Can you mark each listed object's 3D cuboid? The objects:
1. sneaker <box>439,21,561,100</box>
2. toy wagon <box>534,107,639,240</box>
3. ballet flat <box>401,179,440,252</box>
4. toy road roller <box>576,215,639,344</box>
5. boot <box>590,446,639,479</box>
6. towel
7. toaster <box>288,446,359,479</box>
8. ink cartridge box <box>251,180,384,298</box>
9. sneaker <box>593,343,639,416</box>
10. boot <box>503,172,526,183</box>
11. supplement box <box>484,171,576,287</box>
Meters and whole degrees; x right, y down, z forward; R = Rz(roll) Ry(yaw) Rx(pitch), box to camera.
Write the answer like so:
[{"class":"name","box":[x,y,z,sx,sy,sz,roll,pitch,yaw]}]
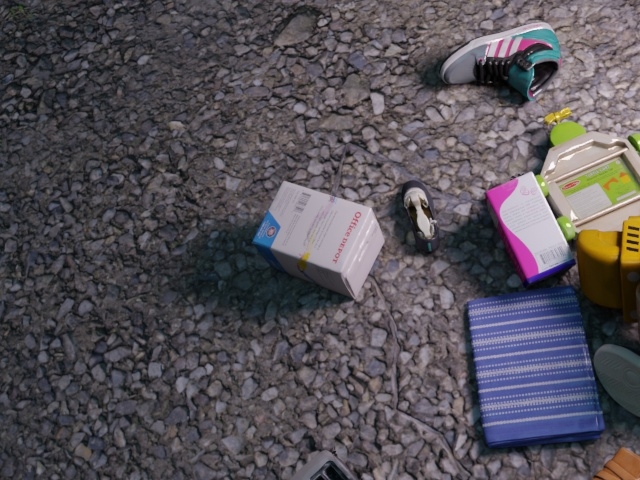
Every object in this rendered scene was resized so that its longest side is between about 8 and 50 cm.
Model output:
[{"class":"sneaker","box":[0.451,-0.406,2.167,0.296,0.123,0.178,-20,52,4]},{"class":"toy wagon","box":[0.611,-0.150,2.014,0.267,0.068,0.344,-23,61,-3]},{"class":"ballet flat","box":[0.233,-0.068,2.088,0.074,0.074,0.203,-17,61,7]},{"class":"toy road roller","box":[0.630,0.083,1.786,0.241,0.202,0.329,-1,34,23]},{"class":"boot","box":[0.525,0.486,1.715,0.284,0.109,0.220,28,76,23]},{"class":"towel","box":[0.448,0.265,1.893,0.243,0.040,0.335,-10,61,13]},{"class":"toaster","box":[0.012,0.536,1.835,0.168,0.110,0.186,-42,61,-7]},{"class":"ink cartridge box","box":[0.000,0.000,2.064,0.233,0.168,0.171,20,72,23]},{"class":"sneaker","box":[0.717,0.290,1.765,0.148,0.131,0.350,-28,42,-35]},{"class":"boot","box":[0.455,-0.091,2.055,0.099,0.045,0.121,-25,63,-4]},{"class":"supplement box","box":[0.452,-0.021,1.950,0.111,0.114,0.220,-23,79,4]}]
